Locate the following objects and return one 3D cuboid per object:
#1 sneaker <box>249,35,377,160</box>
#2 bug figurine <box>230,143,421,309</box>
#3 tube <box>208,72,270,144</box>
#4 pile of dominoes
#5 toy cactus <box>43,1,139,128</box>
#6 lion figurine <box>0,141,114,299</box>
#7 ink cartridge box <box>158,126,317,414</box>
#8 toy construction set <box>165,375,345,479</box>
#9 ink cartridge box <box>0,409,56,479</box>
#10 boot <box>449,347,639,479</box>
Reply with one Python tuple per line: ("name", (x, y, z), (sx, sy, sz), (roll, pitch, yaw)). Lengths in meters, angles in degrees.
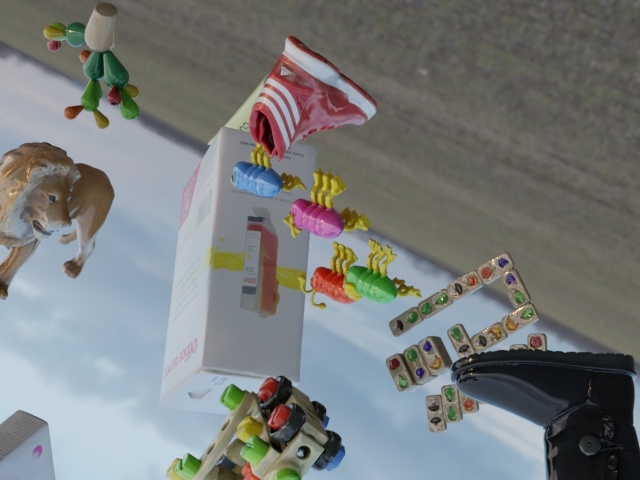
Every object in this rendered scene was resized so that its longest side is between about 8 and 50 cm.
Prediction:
("sneaker", (-0.020, -0.150, 1.486), (0.087, 0.128, 0.221), (40, -175, 28))
("bug figurine", (0.000, 0.000, 1.560), (0.216, 0.072, 0.279), (17, 149, 56))
("tube", (-0.110, -0.208, 2.165), (0.070, 0.062, 0.240), (42, 149, -5))
("pile of dominoes", (0.218, 0.159, 1.932), (0.040, 0.251, 0.196), (9, -128, -58))
("toy cactus", (-0.345, -0.278, 1.902), (0.112, 0.180, 0.219), (-16, -124, -31))
("lion figurine", (-0.379, -0.049, 1.787), (0.142, 0.240, 0.392), (37, -166, 1))
("ink cartridge box", (-0.131, 0.060, 1.980), (0.160, 0.385, 0.279), (11, 159, -17))
("toy construction set", (-0.069, 0.279, 1.481), (0.151, 0.215, 0.327), (37, -176, -29))
("ink cartridge box", (-0.500, 0.461, 1.808), (0.071, 0.324, 0.330), (18, -144, 25))
("boot", (0.288, 0.247, 1.602), (0.246, 0.207, 0.094), (1, 155, 3))
